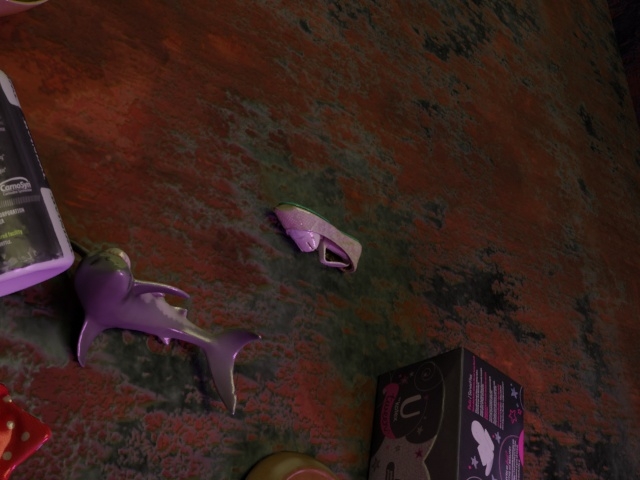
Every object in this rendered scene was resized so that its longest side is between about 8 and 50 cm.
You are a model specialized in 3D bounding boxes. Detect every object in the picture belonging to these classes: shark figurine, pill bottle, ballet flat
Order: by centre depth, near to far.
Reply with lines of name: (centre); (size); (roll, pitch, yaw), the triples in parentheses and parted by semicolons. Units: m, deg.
pill bottle: (-0.324, -0.072, 0.814); (0.130, 0.130, 0.245); (-17, 86, -53)
shark figurine: (-0.197, 0.092, 0.943); (0.278, 0.166, 0.116); (46, 65, -52)
ballet flat: (0.000, 0.000, 1.242); (0.168, 0.057, 0.052); (28, 62, -40)

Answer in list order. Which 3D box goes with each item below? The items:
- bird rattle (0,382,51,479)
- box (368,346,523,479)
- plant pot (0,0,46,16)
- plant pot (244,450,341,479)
bird rattle: (-0.355, 0.131, 0.713); (0.207, 0.143, 0.253); (-31, 117, -34)
box: (0.165, 0.293, 1.203); (0.142, 0.163, 0.247); (36, 47, -30)
plant pot: (-0.348, -0.282, 0.921); (0.134, 0.095, 0.134); (26, 54, -41)
plant pot: (-0.011, 0.360, 1.048); (0.236, 0.032, 0.236); (32, 47, -40)
